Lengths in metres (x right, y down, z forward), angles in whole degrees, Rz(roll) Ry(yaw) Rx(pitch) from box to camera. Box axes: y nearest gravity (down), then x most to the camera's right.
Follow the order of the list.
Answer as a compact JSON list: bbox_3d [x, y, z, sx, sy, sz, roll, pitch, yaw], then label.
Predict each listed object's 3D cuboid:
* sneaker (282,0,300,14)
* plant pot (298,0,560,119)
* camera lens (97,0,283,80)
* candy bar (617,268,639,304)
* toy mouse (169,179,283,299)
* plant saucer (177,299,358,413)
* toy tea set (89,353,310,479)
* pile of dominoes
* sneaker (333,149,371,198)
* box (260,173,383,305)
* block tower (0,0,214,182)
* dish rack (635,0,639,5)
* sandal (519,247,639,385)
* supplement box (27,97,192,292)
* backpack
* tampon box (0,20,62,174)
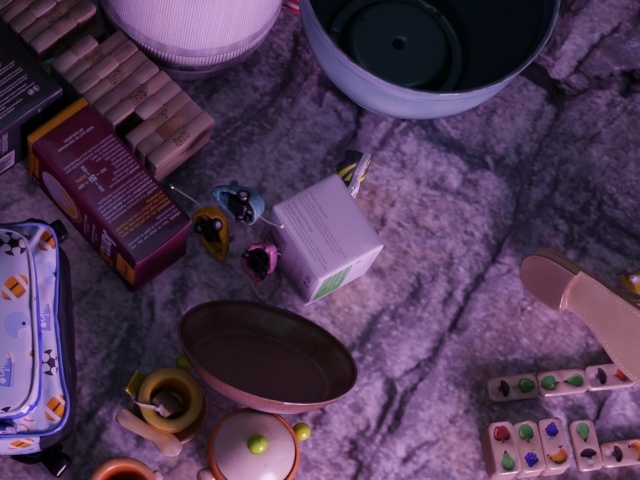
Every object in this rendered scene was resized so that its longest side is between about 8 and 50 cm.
[{"bbox_3d":[-0.024,-0.317,2.021,0.042,0.067,0.118,6,38,-5],"label":"sneaker"},{"bbox_3d":[0.105,-0.257,1.930,0.293,0.196,0.293,4,69,-9],"label":"plant pot"},{"bbox_3d":[-0.138,-0.324,1.871,0.219,0.274,0.219,3,68,-8],"label":"camera lens"},{"bbox_3d":[0.420,0.025,1.973,0.161,0.018,0.040,-28,76,-18],"label":"candy bar"},{"bbox_3d":[-0.077,-0.013,1.844,0.031,0.143,0.161,-37,104,-40],"label":"toy mouse"},{"bbox_3d":[-0.060,0.129,1.792,0.199,0.036,0.198,16,25,-8],"label":"plant saucer"},{"bbox_3d":[-0.157,0.277,1.716,0.200,0.124,0.336,27,67,1],"label":"toy tea set"},{"bbox_3d":[0.306,0.229,1.862,0.251,0.040,0.196,-6,70,-12],"label":"pile of dominoes"},{"bbox_3d":[0.028,-0.069,1.938,0.035,0.031,0.083,23,62,13],"label":"sneaker"},{"bbox_3d":[0.000,0.000,1.864,0.087,0.101,0.102,-29,78,-19],"label":"box"},{"bbox_3d":[-0.273,-0.205,1.902,0.097,0.091,0.335,-41,80,-22],"label":"block tower"},{"bbox_3d":[0.519,-0.352,2.106,0.208,0.074,0.271,41,68,8],"label":"dish rack"},{"bbox_3d":[0.342,0.078,1.906,0.240,0.088,0.079,38,43,17],"label":"sandal"},{"bbox_3d":[-0.232,-0.048,1.840,0.081,0.104,0.188,-38,80,-20],"label":"supplement box"},{"bbox_3d":[-0.388,0.102,1.710,0.263,0.213,0.276,-5,73,-1],"label":"backpack"},{"bbox_3d":[-0.375,-0.170,1.854,0.101,0.120,0.161,-39,80,-21],"label":"tampon box"}]
